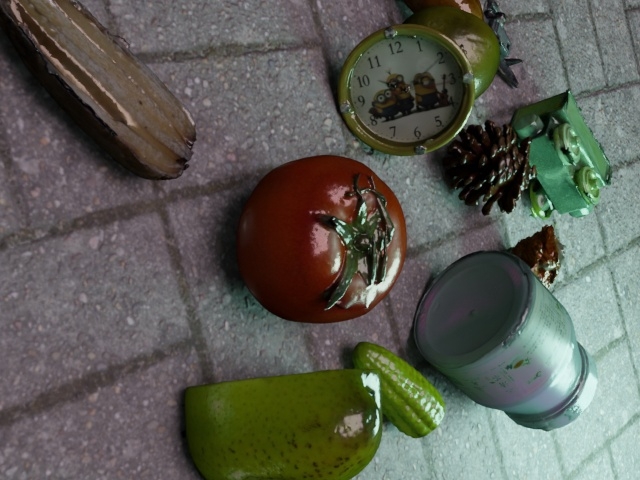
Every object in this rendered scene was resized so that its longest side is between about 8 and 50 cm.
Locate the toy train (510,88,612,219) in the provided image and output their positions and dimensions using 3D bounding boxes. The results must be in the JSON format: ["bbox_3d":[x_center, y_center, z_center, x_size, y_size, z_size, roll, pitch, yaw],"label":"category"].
[{"bbox_3d":[0.510,-0.176,1.743,0.272,0.159,0.188,51,43,-25],"label":"toy train"}]

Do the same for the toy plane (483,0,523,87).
[{"bbox_3d":[0.367,-0.403,1.685,0.262,0.088,0.192,34,60,-35],"label":"toy plane"}]

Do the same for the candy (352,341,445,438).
[{"bbox_3d":[0.123,0.242,1.354,0.209,0.096,0.097,48,55,-24],"label":"candy"}]

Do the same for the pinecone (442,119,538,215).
[{"bbox_3d":[0.324,-0.141,1.559,0.195,0.150,0.179,29,65,-36],"label":"pinecone"}]

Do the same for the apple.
[{"bbox_3d":[0.222,-0.327,1.468,0.196,0.196,0.157,40,56,-31],"label":"apple"}]

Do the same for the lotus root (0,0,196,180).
[{"bbox_3d":[-0.301,-0.203,1.044,0.329,0.078,0.167,48,31,-25],"label":"lotus root"}]

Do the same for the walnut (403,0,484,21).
[{"bbox_3d":[0.233,-0.453,1.532,0.207,0.116,0.116,38,55,1],"label":"walnut"}]

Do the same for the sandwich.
[{"bbox_3d":[0.417,0.076,1.611,0.109,0.160,0.185,42,47,-7],"label":"sandwich"}]

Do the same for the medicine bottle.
[{"bbox_3d":[0.346,0.192,1.468,0.290,0.245,0.245,41,58,-31],"label":"medicine bottle"}]

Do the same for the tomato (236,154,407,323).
[{"bbox_3d":[0.000,0.000,1.185,0.256,0.224,0.256,3,86,-43],"label":"tomato"}]

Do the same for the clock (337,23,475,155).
[{"bbox_3d":[0.146,-0.259,1.387,0.237,0.237,0.057,56,22,-21],"label":"clock"}]

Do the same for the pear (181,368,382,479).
[{"bbox_3d":[-0.017,0.263,1.118,0.292,0.292,0.159,7,69,-42],"label":"pear"}]
